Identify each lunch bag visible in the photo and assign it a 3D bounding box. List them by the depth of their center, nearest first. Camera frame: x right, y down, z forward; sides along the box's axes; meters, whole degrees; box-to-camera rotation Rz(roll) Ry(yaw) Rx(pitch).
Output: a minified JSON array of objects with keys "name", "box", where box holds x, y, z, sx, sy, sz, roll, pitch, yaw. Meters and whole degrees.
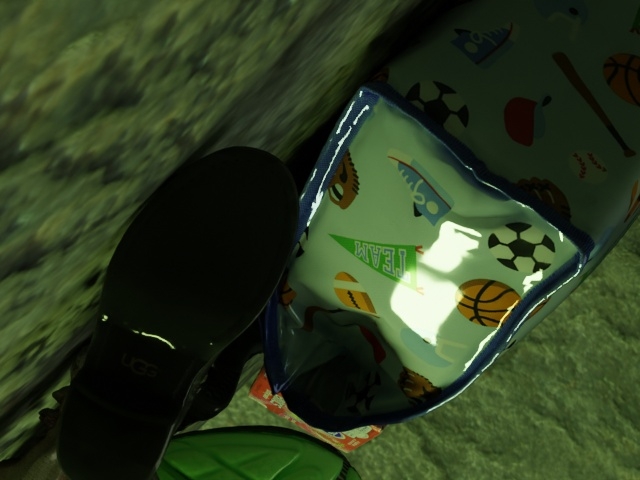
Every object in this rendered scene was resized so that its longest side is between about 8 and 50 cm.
[{"name":"lunch bag","box":[0.119,-0.038,1.245,0.328,0.239,0.385,-44,169,-37]}]

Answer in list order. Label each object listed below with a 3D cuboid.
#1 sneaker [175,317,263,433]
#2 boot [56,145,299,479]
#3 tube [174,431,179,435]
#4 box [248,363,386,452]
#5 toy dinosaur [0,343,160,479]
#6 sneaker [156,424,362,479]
[{"name":"sneaker","box":[-0.121,0.106,1.383,0.130,0.087,0.227,-28,-164,26]},{"name":"boot","box":[-0.085,0.027,0.993,0.263,0.091,0.229,-58,-177,20]},{"name":"tube","box":[-0.161,0.184,1.980,0.207,0.052,0.080,-50,180,8]},{"name":"box","box":[0.017,0.122,1.517,0.122,0.128,0.257,-60,179,-14]},{"name":"toy dinosaur","box":[-0.224,0.215,1.140,0.296,0.127,0.200,-44,180,32]},{"name":"sneaker","box":[-0.174,0.247,1.341,0.483,0.185,0.202,-20,-160,27]}]
